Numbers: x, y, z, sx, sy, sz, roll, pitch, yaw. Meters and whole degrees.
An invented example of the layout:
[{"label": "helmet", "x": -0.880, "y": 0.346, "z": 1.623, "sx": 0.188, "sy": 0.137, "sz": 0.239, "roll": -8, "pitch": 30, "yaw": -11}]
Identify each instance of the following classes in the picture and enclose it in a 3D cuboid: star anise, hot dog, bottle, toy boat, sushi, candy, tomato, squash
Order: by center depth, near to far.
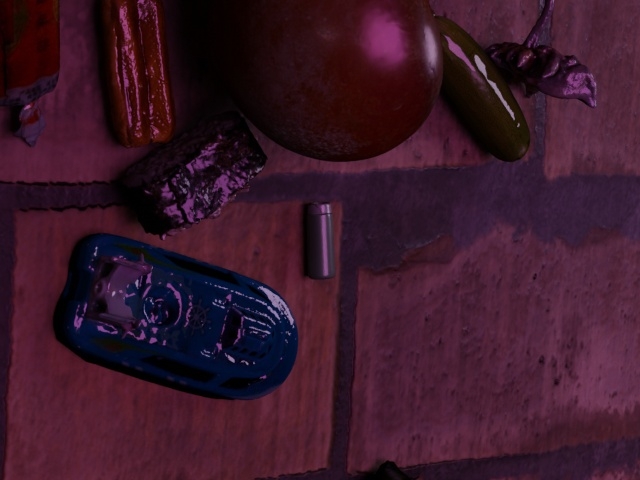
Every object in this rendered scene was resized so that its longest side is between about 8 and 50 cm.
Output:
[{"label": "candy", "x": -0.276, "y": -0.205, "z": 1.493, "sx": 0.086, "sy": 0.059, "sz": 0.292, "roll": -29, "pitch": 138, "yaw": -37}, {"label": "hot dog", "x": -0.180, "y": -0.173, "z": 1.628, "sx": 0.071, "sy": 0.045, "sz": 0.165, "roll": -16, "pitch": 106, "yaw": -37}, {"label": "tomato", "x": -0.002, "y": -0.207, "z": 1.642, "sx": 0.222, "sy": 0.270, "sz": 0.270, "roll": -8, "pitch": 103, "yaw": -3}, {"label": "sushi", "x": -0.125, "y": -0.066, "z": 1.662, "sx": 0.150, "sy": 0.090, "sz": 0.078, "roll": -40, "pitch": 116, "yaw": -29}, {"label": "toy boat", "x": -0.121, "y": 0.087, "z": 1.688, "sx": 0.299, "sy": 0.092, "sz": 0.134, "roll": 20, "pitch": 79, "yaw": -40}, {"label": "bottle", "x": 0.000, "y": 0.000, "z": 1.819, "sx": 0.030, "sy": 0.030, "sz": 0.083, "roll": -9, "pitch": 101, "yaw": -40}, {"label": "squash", "x": 0.176, "y": -0.181, "z": 1.924, "sx": 0.252, "sy": 0.066, "sz": 0.066, "roll": 49, "pitch": 64, "yaw": -34}, {"label": "star anise", "x": 0.253, "y": -0.288, "z": 1.955, "sx": 0.218, "sy": 0.148, "sz": 0.227, "roll": 19, "pitch": 95, "yaw": 2}]

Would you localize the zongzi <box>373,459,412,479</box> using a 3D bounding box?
[{"label": "zongzi", "x": 0.114, "y": 0.496, "z": 1.874, "sx": 0.383, "sy": 0.319, "sz": 0.362, "roll": -49, "pitch": 131, "yaw": -2}]
